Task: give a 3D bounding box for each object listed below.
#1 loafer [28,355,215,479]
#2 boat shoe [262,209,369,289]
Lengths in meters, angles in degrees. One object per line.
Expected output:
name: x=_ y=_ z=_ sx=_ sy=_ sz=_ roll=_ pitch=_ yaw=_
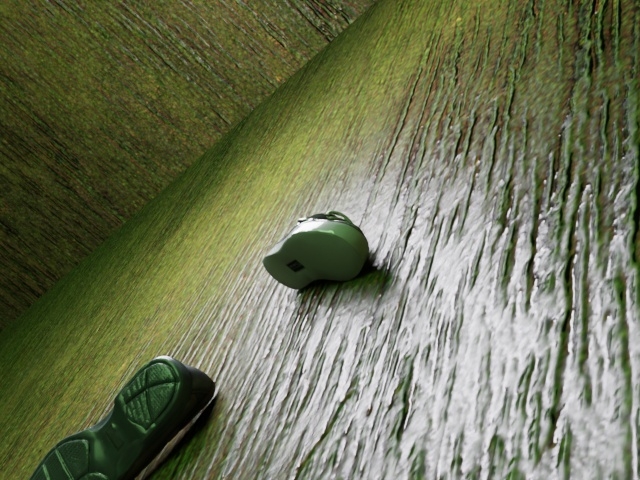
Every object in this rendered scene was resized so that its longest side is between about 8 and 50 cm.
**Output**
loafer: x=-0.222 y=0.239 z=1.167 sx=0.267 sy=0.084 sz=0.096 roll=-44 pitch=56 yaw=14
boat shoe: x=0.000 y=0.000 z=1.149 sx=0.070 sy=0.078 sz=0.219 roll=-53 pitch=14 yaw=-21
